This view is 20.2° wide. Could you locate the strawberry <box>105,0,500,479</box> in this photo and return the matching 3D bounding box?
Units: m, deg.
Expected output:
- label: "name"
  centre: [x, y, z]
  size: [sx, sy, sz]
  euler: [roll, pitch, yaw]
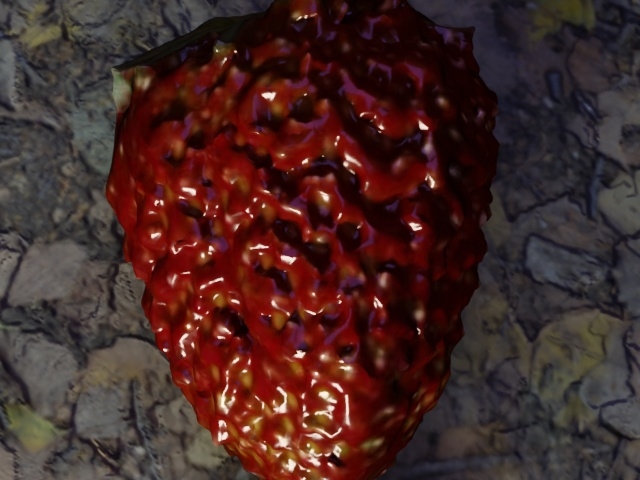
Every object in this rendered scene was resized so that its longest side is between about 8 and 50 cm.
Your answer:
- label: "strawberry"
  centre: [0.002, 0.000, 1.224]
  size: [0.292, 0.292, 0.343]
  euler: [-8, 92, -11]
